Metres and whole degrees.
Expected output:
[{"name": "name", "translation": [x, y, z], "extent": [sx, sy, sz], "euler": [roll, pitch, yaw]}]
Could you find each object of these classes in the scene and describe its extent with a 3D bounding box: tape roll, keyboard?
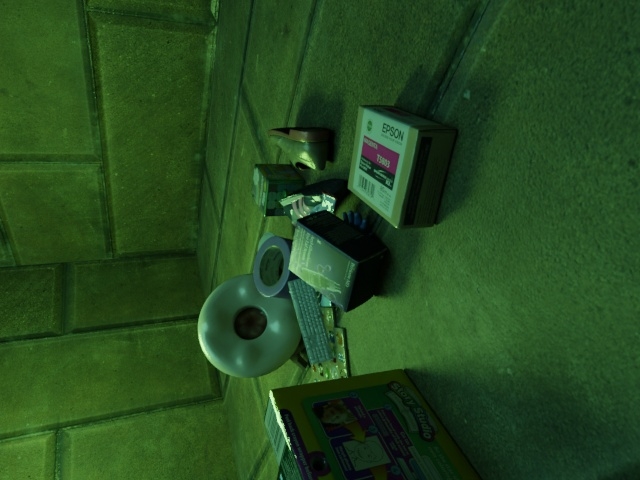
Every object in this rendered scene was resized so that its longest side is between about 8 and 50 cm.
[{"name": "tape roll", "translation": [-0.122, 0.085, 1.430], "extent": [0.189, 0.080, 0.188], "euler": [-14, 70, 45]}, {"name": "keyboard", "translation": [-0.028, 0.234, 1.344], "extent": [0.014, 0.072, 0.255], "euler": [-135, 30, -86]}]

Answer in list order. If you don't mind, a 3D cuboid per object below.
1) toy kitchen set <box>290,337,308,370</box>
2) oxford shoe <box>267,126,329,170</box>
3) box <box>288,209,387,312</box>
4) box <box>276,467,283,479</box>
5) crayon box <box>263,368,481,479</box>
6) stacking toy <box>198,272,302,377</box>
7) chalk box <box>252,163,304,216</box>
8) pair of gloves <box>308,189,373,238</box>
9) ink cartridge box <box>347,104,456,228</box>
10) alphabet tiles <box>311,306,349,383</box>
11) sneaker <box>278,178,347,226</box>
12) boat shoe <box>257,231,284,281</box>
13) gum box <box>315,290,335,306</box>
[{"name": "toy kitchen set", "translation": [-0.052, 0.382, 1.575], "extent": [0.083, 0.075, 0.068], "euler": [-45, 2, 22]}, {"name": "oxford shoe", "translation": [-0.080, -0.280, 1.412], "extent": [0.348, 0.123, 0.130], "euler": [-148, 52, -64]}, {"name": "box", "translation": [0.037, 0.045, 1.108], "extent": [0.207, 0.108, 0.153], "euler": [33, 129, 32]}, {"name": "box", "translation": [-0.047, 0.731, 1.481], "extent": [0.257, 0.080, 0.321], "euler": [-150, 70, -65]}, {"name": "crayon box", "translation": [0.099, 0.417, 0.845], "extent": [0.363, 0.313, 0.106], "euler": [-126, 42, -52]}, {"name": "stacking toy", "translation": [-0.222, 0.354, 1.701], "extent": [0.480, 0.351, 0.350], "euler": [83, 173, -66]}, {"name": "chalk box", "translation": [-0.137, -0.163, 1.552], "extent": [0.213, 0.132, 0.132], "euler": [-128, 41, -52]}, {"name": "pair of gloves", "translation": [0.046, -0.035, 1.168], "extent": [0.198, 0.023, 0.159], "euler": [34, 138, 25]}, {"name": "ink cartridge box", "translation": [0.150, -0.156, 0.927], "extent": [0.234, 0.088, 0.193], "euler": [-131, 42, -56]}, {"name": "alphabet tiles", "translation": [0.023, 0.374, 1.412], "extent": [0.285, 0.011, 0.342], "euler": [163, 102, -67]}, {"name": "sneaker", "translation": [-0.004, -0.094, 1.320], "extent": [0.319, 0.112, 0.131], "euler": [0, 120, 64]}, {"name": "boat shoe", "translation": [-0.115, 0.084, 1.570], "extent": [0.113, 0.105, 0.306], "euler": [-57, 44, 11]}, {"name": "gum box", "translation": [0.005, 0.117, 1.371], "extent": [0.184, 0.041, 0.156], "euler": [159, 106, -66]}]
